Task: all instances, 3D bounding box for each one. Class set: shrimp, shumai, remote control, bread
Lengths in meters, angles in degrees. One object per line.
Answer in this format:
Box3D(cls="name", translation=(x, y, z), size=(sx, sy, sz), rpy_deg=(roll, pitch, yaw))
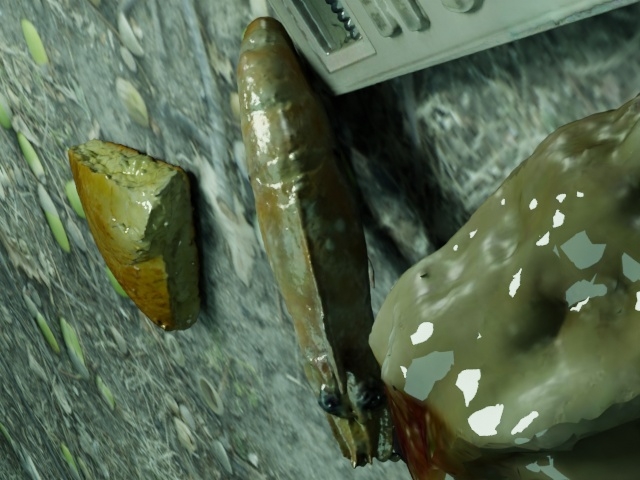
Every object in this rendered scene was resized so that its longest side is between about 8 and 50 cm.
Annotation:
Box3D(cls="shrimp", translation=(0.000, 0.000, 0.727), size=(0.126, 0.047, 0.223), rpy_deg=(33, -137, -83))
Box3D(cls="shumai", translation=(0.115, 0.047, 0.436), size=(0.184, 0.185, 0.218), rpy_deg=(56, 156, 11))
Box3D(cls="remote control", translation=(0.047, -0.127, 0.554), size=(0.109, 0.055, 0.313), rpy_deg=(57, 161, -10))
Box3D(cls="bread", translation=(-0.136, -0.023, 1.025), size=(0.136, 0.054, 0.154), rpy_deg=(50, 151, 31))

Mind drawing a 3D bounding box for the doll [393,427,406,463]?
Box3D(cls="doll", translation=(0.103, 0.129, 0.701), size=(0.219, 0.067, 0.091), rpy_deg=(44, 154, 32))
